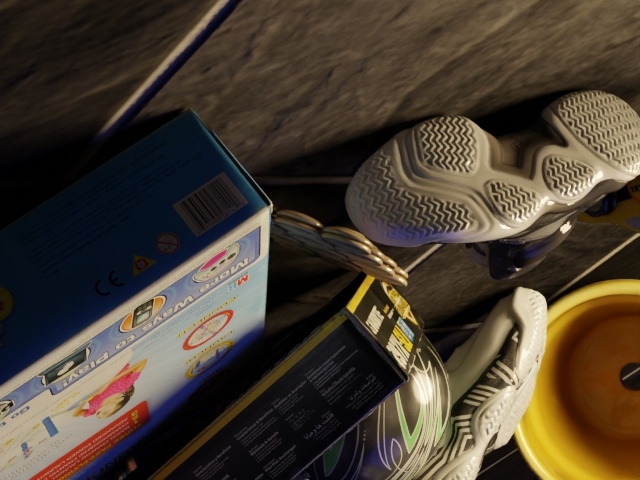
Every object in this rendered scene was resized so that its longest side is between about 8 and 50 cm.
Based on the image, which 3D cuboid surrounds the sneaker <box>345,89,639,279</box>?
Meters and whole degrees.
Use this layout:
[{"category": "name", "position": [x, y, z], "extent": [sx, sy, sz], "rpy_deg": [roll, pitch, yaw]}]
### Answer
[{"category": "sneaker", "position": [0.121, -0.023, 1.216], "extent": [0.268, 0.101, 0.153], "rpy_deg": [-16, 156, -30]}]

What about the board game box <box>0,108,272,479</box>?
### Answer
[{"category": "board game box", "position": [-0.180, 0.088, 1.068], "extent": [0.308, 0.086, 0.302], "rpy_deg": [-34, 163, -16]}]

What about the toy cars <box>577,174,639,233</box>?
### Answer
[{"category": "toy cars", "position": [0.385, -0.089, 1.288], "extent": [0.393, 0.087, 0.176], "rpy_deg": [-27, -174, 14]}]

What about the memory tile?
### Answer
[{"category": "memory tile", "position": [0.000, 0.000, 1.160], "extent": [0.148, 0.113, 0.012], "rpy_deg": [39, 70, -70]}]

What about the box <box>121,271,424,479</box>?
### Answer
[{"category": "box", "position": [-0.062, 0.162, 1.283], "extent": [0.322, 0.079, 0.257], "rpy_deg": [-41, 179, 10]}]

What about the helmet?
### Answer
[{"category": "helmet", "position": [0.040, 0.152, 1.474], "extent": [0.169, 0.162, 0.169], "rpy_deg": [-22, 160, -8]}]

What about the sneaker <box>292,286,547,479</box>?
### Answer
[{"category": "sneaker", "position": [0.077, 0.178, 1.615], "extent": [0.366, 0.210, 0.137], "rpy_deg": [-60, 162, -15]}]

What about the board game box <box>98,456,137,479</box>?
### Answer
[{"category": "board game box", "position": [-0.230, 0.209, 1.371], "extent": [0.145, 0.027, 0.281], "rpy_deg": [-39, 155, -16]}]

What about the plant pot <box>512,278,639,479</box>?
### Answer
[{"category": "plant pot", "position": [0.345, 0.164, 1.783], "extent": [0.254, 0.254, 0.239], "rpy_deg": [-30, 176, 13]}]
